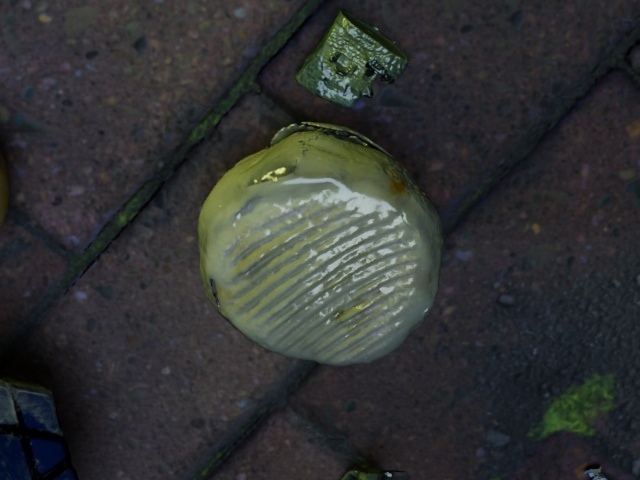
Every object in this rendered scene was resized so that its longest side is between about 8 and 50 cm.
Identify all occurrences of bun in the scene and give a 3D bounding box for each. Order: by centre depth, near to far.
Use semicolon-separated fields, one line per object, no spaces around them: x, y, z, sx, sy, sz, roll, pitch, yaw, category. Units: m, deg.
0.000;0.000;1.098;0.239;0.141;0.239;1;117;2;bun

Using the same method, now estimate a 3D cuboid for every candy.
0.322;0.284;1.281;0.030;0.020;0.083;-26;108;8;candy

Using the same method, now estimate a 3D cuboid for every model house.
0.028;-0.160;1.074;0.079;0.066;0.083;33;108;-12;model house

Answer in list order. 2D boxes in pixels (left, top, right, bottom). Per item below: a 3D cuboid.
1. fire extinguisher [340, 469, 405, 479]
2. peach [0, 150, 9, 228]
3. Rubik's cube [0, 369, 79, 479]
0.041;0.360;1.266;0.093;0.118;0.294;-9;116;-36;fire extinguisher
-0.378;-0.047;1.050;0.184;0.184;0.184;-1;111;-1;peach
-0.384;0.249;1.116;0.264;0.319;0.319;-26;112;37;Rubik's cube
